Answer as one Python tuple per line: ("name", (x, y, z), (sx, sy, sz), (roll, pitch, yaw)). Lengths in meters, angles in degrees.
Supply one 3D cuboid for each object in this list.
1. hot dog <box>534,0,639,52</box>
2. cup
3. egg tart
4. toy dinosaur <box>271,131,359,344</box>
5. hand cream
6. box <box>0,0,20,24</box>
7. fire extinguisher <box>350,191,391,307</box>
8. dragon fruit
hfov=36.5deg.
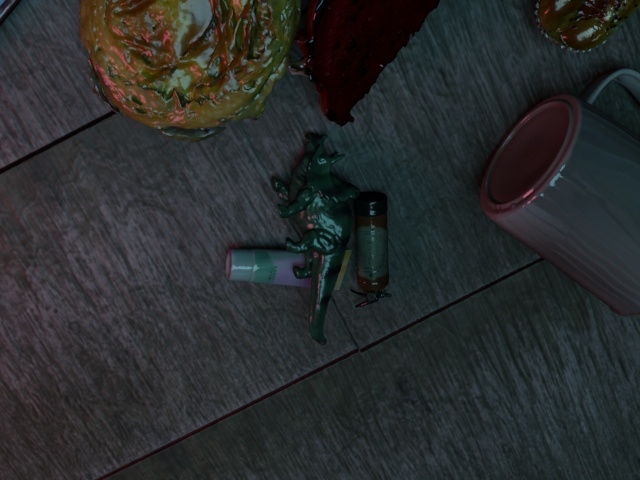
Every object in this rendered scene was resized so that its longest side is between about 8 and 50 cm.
("hot dog", (0.389, -0.372, 1.284), (0.144, 0.075, 0.268), (33, 105, -22))
("cup", (0.402, -0.076, 1.333), (0.273, 0.208, 0.288), (31, 105, -18))
("egg tart", (-0.159, -0.270, 1.213), (0.297, 0.132, 0.297), (1, 103, 4))
("toy dinosaur", (-0.017, -0.003, 1.337), (0.120, 0.079, 0.291), (10, 91, -13))
("hand cream", (-0.046, 0.038, 1.393), (0.174, 0.047, 0.076), (4, 128, -17))
("box", (-0.433, -0.304, 1.179), (0.120, 0.069, 0.224), (38, 101, -20))
("fire extinguisher", (0.071, 0.018, 1.402), (0.062, 0.050, 0.177), (4, 112, 15))
("dragon fruit", (0.068, -0.332, 1.171), (0.100, 0.282, 0.343), (38, 86, 19))
